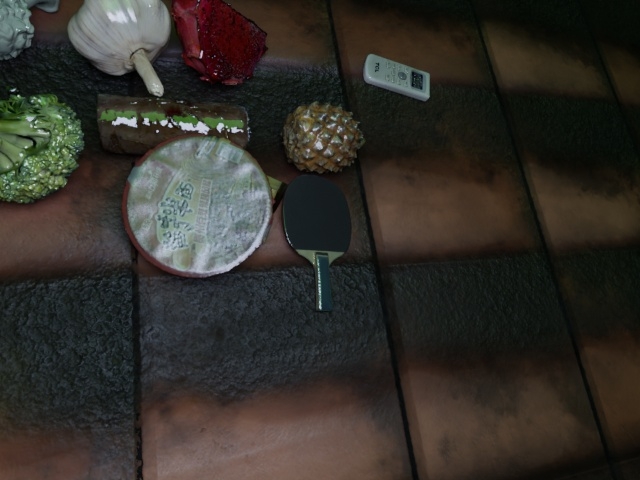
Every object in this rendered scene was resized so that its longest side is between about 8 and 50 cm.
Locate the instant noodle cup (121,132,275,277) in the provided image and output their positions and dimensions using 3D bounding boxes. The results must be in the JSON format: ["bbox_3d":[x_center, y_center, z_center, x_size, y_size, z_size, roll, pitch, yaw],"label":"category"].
[{"bbox_3d":[-0.227,-0.062,0.858,0.274,0.091,0.273,1,82,-9],"label":"instant noodle cup"}]

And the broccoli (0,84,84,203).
[{"bbox_3d":[-0.532,-0.159,0.756,0.226,0.176,0.197,10,75,-33],"label":"broccoli"}]

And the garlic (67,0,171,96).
[{"bbox_3d":[-0.355,-0.376,0.881,0.199,0.199,0.226,-31,81,-26],"label":"garlic"}]

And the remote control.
[{"bbox_3d":[0.203,-0.433,1.194,0.190,0.029,0.087,13,67,-14],"label":"remote control"}]

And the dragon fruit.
[{"bbox_3d":[-0.228,-0.437,0.967,0.189,0.163,0.262,48,22,15],"label":"dragon fruit"}]

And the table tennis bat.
[{"bbox_3d":[0.000,0.000,0.957,0.174,0.022,0.301,4,74,-29],"label":"table tennis bat"}]

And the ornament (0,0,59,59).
[{"bbox_3d":[-0.587,-0.483,0.877,0.121,0.130,0.285,17,66,-8],"label":"ornament"}]

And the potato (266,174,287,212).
[{"bbox_3d":[-0.132,-0.107,0.936,0.103,0.096,0.066,27,105,2],"label":"potato"}]

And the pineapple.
[{"bbox_3d":[0.016,-0.225,0.986,0.193,0.166,0.166,-2,72,-27],"label":"pineapple"}]

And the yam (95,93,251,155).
[{"bbox_3d":[-0.287,-0.219,0.892,0.280,0.131,0.131,-1,72,-17],"label":"yam"}]
